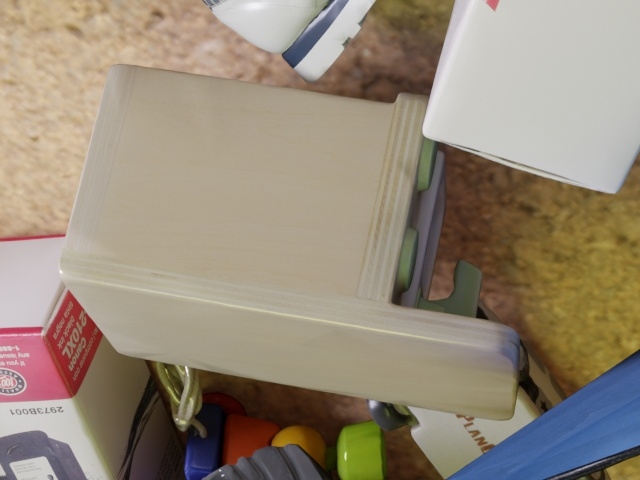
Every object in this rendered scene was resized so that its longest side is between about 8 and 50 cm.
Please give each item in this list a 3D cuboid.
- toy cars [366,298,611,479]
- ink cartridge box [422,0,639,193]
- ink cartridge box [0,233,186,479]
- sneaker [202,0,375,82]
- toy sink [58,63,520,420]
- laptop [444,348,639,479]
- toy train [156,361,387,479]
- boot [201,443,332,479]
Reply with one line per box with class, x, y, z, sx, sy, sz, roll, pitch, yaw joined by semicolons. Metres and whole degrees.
toy cars;0.205;0.136;1.071;0.394;0.087;0.176;19;128;1
ink cartridge box;0.120;-0.152;0.738;0.092;0.218;0.158;17;133;-2
ink cartridge box;-0.203;0.118;1.141;0.172;0.100;0.237;-3;130;18
sneaker;0.015;-0.177;0.838;0.095;0.090;0.235;36;129;-5
toy sink;0.000;0.000;0.934;0.234;0.131;0.153;9;163;9
laptop;0.198;-0.085;0.712;0.236;0.382;0.408;17;123;42
toy train;-0.021;0.139;1.122;0.143;0.105;0.248;-6;130;5
boot;-0.030;0.355;1.158;0.367;0.146;0.445;-26;132;17
